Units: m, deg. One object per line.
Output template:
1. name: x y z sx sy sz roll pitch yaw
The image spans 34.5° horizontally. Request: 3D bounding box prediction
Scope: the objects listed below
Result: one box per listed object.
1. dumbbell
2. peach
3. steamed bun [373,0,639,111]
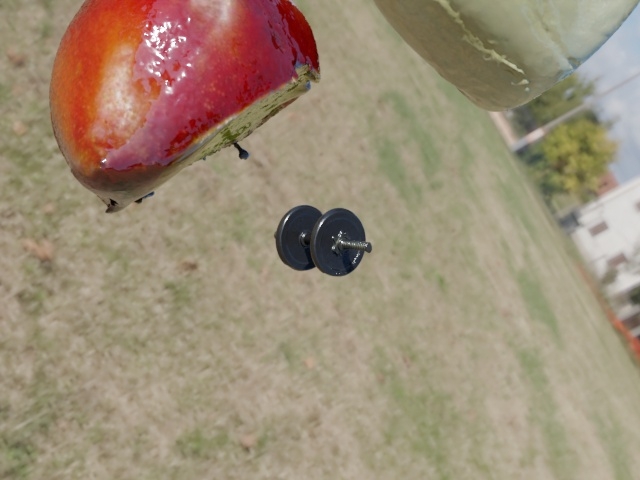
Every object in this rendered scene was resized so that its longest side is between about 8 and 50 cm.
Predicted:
1. dumbbell: 0.000 0.000 1.030 0.147 0.069 0.069 6 -38 50
2. peach: -0.105 -0.133 0.753 0.154 0.159 0.267 51 32 0
3. steamed bun: 0.222 -0.317 1.164 0.290 0.272 0.273 32 68 -19
